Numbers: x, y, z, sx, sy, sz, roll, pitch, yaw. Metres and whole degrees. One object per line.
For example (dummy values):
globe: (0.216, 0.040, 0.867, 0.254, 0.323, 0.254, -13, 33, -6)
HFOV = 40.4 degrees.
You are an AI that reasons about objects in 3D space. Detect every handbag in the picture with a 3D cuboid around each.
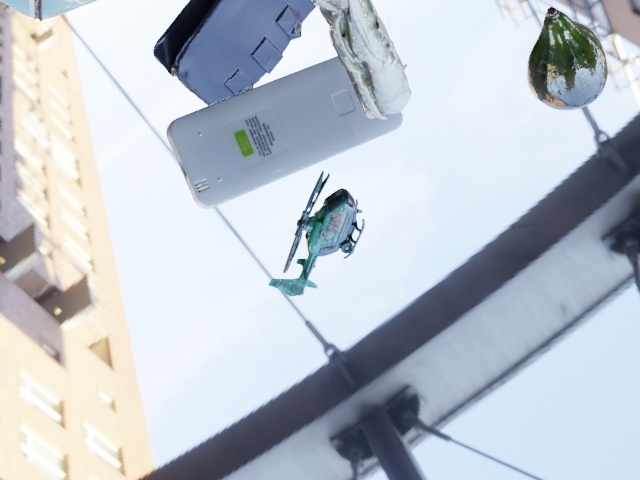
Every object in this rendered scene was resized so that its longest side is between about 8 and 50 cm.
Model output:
handbag: (-0.163, -0.427, 1.780, 0.325, 0.269, 0.118, -50, -125, 0)

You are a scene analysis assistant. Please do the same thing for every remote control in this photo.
remote control: (-0.034, -0.123, 0.932, 0.250, 0.103, 0.034, -25, -174, -17)

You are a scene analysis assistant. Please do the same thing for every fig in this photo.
fig: (0.350, -0.270, 1.239, 0.117, 0.177, 0.117, -11, -135, 11)

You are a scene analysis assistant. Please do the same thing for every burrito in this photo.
burrito: (0.021, -0.151, 0.603, 0.041, 0.185, 0.045, -42, -129, -4)

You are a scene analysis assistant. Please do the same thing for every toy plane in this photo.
toy plane: (0.000, 0.000, 1.332, 0.060, 0.096, 0.235, -104, -148, -52)

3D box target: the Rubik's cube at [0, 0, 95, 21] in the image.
Rubik's cube: (-0.497, -0.566, 1.527, 0.246, 0.250, 0.248, -12, -106, 27)
